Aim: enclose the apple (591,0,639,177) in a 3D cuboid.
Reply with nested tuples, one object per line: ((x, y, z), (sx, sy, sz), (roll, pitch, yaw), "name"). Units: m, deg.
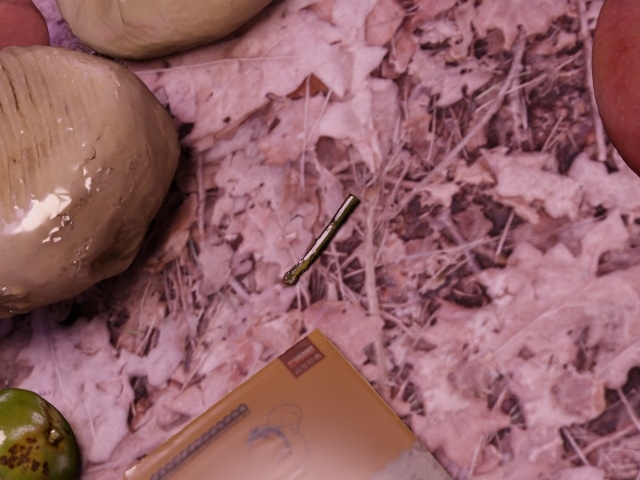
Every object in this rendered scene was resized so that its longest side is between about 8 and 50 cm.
((0.397, -0.155, 1.157), (0.306, 0.235, 0.306), (-12, 64, 25), "apple")

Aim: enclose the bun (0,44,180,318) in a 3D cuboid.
((-0.346, -0.063, 1.536), (0.326, 0.234, 0.362), (36, 76, 26), "bun")

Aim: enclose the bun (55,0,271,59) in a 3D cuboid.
((-0.200, -0.395, 1.638), (0.361, 0.213, 0.361), (-13, 59, 23), "bun")

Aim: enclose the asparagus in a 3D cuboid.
((0.000, 0.000, 1.455), (0.127, 0.015, 0.018), (-52, 44, -1), "asparagus")

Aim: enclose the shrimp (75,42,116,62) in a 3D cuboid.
((-0.306, -0.238, 1.744), (0.092, 0.029, 0.038), (33, 95, 42), "shrimp")

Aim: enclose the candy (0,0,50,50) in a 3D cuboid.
((-0.454, -0.234, 1.617), (0.255, 0.255, 0.094), (-40, 67, 8), "candy")

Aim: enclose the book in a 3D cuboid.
((0.002, 0.287, 1.270), (0.269, 0.032, 0.389), (-37, 53, -10), "book")

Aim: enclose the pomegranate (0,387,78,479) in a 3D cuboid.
((-0.347, 0.241, 1.487), (0.122, 0.143, 0.169), (-40, 4, -37), "pomegranate")
